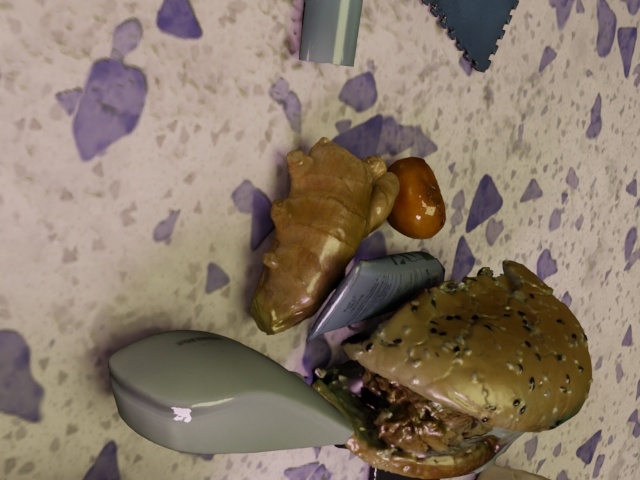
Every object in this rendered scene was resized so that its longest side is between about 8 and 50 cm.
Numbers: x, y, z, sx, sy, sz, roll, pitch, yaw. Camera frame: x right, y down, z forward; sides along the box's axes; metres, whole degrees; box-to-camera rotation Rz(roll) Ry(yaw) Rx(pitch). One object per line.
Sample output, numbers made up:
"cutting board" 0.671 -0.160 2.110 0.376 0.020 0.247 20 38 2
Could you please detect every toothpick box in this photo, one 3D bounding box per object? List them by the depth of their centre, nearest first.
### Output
"toothpick box" 0.010 -0.197 0.719 0.052 0.052 0.083 -6 108 -45

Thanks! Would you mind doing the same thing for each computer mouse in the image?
"computer mouse" -0.068 0.122 0.688 0.230 0.127 0.079 13 100 -48

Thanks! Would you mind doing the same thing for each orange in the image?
"orange" 0.093 -0.041 0.843 0.062 0.086 0.086 -18 121 -2

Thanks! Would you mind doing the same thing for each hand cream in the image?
"hand cream" 0.066 0.045 0.804 0.088 0.055 0.256 -53 163 20

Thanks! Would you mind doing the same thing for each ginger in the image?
"ginger" -0.001 -0.013 0.747 0.205 0.081 0.115 -53 153 -24

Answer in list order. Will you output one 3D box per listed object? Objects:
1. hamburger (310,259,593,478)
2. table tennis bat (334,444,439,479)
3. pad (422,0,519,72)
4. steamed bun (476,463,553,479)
"hamburger" 0.149 0.140 0.839 0.288 0.192 0.168 -15 143 -43
"table tennis bat" 0.088 0.252 0.964 0.236 0.027 0.150 36 77 -47
"pad" 0.165 -0.355 0.858 0.269 0.012 0.269 38 75 -46
"steamed bun" 0.297 0.471 1.118 0.276 0.203 0.289 22 86 -47
